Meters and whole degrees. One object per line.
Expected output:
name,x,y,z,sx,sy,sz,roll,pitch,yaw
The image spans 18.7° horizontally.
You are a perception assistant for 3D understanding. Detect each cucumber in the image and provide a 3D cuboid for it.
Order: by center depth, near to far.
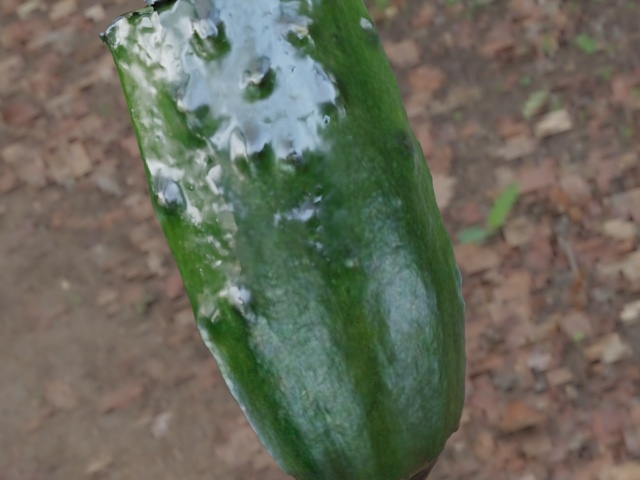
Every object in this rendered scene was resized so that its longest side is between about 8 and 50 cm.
cucumber,0.000,0.000,1.070,0.105,0.325,0.145,-10,9,40
